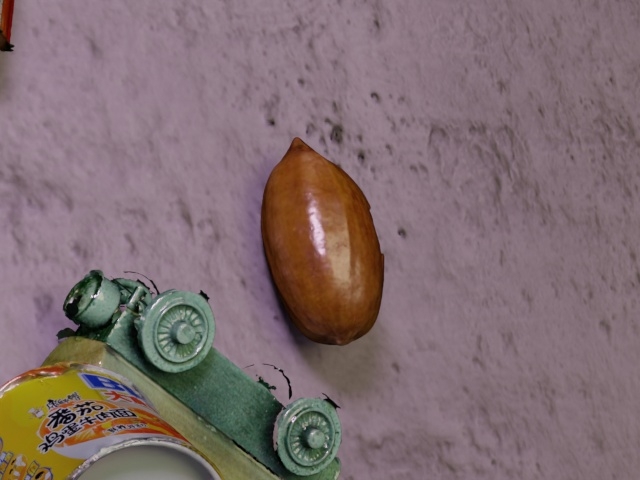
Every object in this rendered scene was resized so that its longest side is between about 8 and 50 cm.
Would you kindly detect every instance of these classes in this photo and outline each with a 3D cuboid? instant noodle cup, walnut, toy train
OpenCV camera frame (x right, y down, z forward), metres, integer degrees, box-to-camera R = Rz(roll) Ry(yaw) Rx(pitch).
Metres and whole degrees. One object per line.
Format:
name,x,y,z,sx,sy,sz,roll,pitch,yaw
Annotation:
instant noodle cup,-0.168,0.204,1.413,0.205,0.153,0.205,-6,103,-28
walnut,0.000,0.000,1.781,0.116,0.116,0.207,2,67,-49
toy train,-0.116,0.154,1.596,0.307,0.126,0.189,41,80,-31

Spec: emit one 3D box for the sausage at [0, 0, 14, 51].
sausage,-0.280,-0.277,1.586,0.083,0.083,0.264,26,55,-41
